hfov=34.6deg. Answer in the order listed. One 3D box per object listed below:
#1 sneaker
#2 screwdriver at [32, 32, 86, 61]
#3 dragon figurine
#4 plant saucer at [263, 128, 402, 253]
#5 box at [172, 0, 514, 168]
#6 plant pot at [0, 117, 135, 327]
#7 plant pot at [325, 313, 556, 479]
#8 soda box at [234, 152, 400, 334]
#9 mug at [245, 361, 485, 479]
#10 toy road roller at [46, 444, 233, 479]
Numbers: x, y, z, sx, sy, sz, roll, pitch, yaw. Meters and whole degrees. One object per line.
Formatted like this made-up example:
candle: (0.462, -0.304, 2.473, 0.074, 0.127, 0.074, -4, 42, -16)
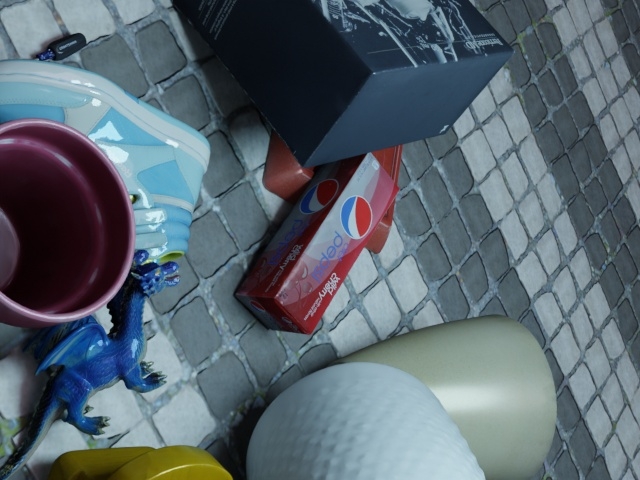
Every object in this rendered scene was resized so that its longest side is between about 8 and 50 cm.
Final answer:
sneaker: (-0.259, -0.065, 1.163, 0.319, 0.127, 0.208, 21, 64, -41)
screwdriver: (-0.339, -0.208, 1.193, 0.170, 0.024, 0.025, -35, 134, -44)
dragon figurine: (-0.264, 0.129, 1.110, 0.289, 0.085, 0.144, -35, 115, -15)
plant saucer: (0.040, -0.145, 1.560, 0.259, 0.048, 0.258, 30, 59, -39)
box: (0.038, -0.293, 1.412, 0.343, 0.179, 0.312, -19, 67, -48)
plant pot: (-0.320, -0.006, 1.040, 0.201, 0.180, 0.201, 15, 70, -44)
plant pot: (0.143, 0.231, 1.449, 0.274, 0.256, 0.256, 3, 77, -31)
soda box: (0.000, 0.000, 1.407, 0.083, 0.092, 0.263, 48, 61, -31)
mug: (0.032, 0.363, 1.185, 0.276, 0.374, 0.328, 48, 4, -21)
toy road roller: (-0.200, 0.365, 1.095, 0.203, 0.241, 0.329, 9, 111, -46)
